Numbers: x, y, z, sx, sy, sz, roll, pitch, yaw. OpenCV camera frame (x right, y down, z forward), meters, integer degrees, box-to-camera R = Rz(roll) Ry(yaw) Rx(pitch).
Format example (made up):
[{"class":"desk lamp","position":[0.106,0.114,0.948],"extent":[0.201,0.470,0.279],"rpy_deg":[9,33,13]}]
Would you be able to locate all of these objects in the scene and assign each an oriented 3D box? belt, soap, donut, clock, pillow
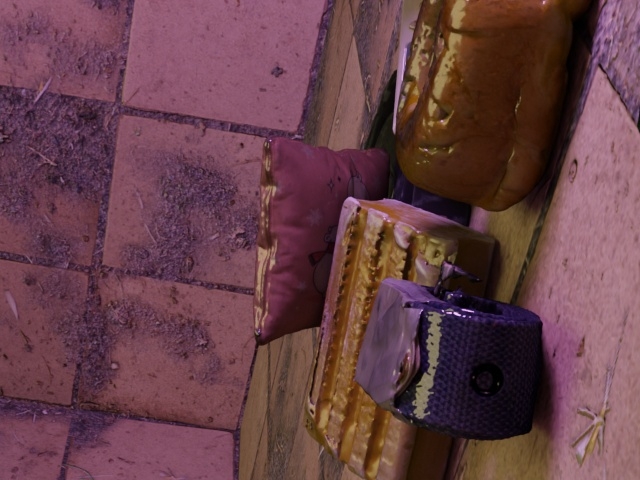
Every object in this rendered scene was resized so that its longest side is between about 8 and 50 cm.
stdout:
[{"class":"belt","position":[0.113,0.087,1.021],"extent":[0.230,0.140,0.126],"rpy_deg":[-138,57,-84]},{"class":"soap","position":[0.077,0.107,1.247],"extent":[0.173,0.089,0.274],"rpy_deg":[26,110,47]},{"class":"donut","position":[0.150,-0.163,1.096],"extent":[0.208,0.128,0.261],"rpy_deg":[-104,26,-73]},{"class":"clock","position":[0.103,-0.028,1.486],"extent":[0.386,0.076,0.386],"rpy_deg":[-171,90,-82]},{"class":"pillow","position":[0.000,0.000,1.335],"extent":[0.236,0.084,0.223],"rpy_deg":[1,-83,-57]}]

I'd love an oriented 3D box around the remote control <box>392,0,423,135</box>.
[{"class":"remote control","position":[0.141,-0.239,1.318],"extent":[0.055,0.103,0.277],"rpy_deg":[38,-128,-53]}]

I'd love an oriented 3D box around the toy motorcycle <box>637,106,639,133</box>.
[{"class":"toy motorcycle","position":[0.226,-0.025,0.411],"extent":[0.331,0.125,0.196],"rpy_deg":[-112,33,-68]}]
